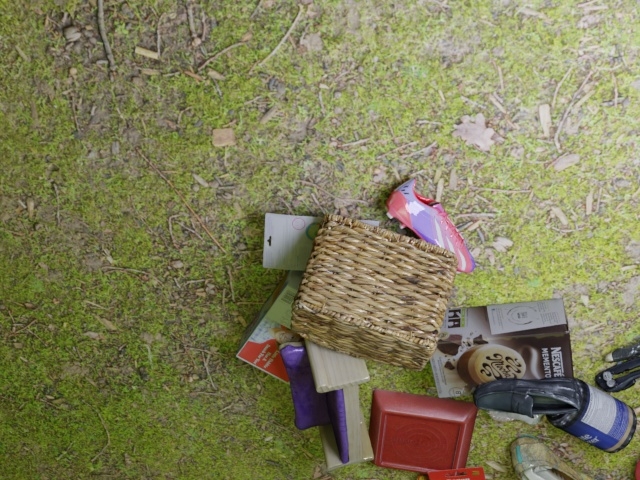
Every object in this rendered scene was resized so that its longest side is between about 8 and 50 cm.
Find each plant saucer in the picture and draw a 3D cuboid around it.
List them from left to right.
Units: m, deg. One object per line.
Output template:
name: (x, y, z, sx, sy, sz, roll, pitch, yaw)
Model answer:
plant saucer: (0.248, 0.497, 1.940, 0.259, 0.047, 0.259, 7, 125, 6)

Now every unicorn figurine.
unicorn figurine: (0.471, 0.398, 1.824, 0.162, 0.060, 0.111, 27, 119, -4)

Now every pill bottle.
pill bottle: (0.589, 0.383, 1.747, 0.219, 0.122, 0.122, 27, 124, -12)

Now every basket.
basket: (0.108, 0.115, 1.594, 0.299, 0.223, 0.213, 16, 154, 4)

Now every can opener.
can opener: (0.695, 0.285, 1.710, 0.073, 0.059, 0.186, 1, 148, -45)

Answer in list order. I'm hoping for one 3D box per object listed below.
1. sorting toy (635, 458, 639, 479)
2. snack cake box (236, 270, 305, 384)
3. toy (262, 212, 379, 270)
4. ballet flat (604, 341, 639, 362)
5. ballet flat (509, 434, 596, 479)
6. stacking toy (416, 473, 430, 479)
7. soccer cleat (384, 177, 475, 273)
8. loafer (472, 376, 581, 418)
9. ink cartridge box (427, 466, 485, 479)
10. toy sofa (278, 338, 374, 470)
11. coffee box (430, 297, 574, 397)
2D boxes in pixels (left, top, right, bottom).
sorting toy: (0.921, 0.607, 1.871, 0.366, 0.127, 0.126, 9, 153, 2)
snack cake box: (-0.065, 0.196, 1.778, 0.152, 0.089, 0.264, 29, 124, -11)
toy: (0.000, 0.000, 1.657, 0.238, 0.056, 0.136, 6, 120, 1)
ballet flat: (0.697, 0.221, 1.682, 0.173, 0.057, 0.049, -33, 72, 26)
ballet flat: (0.601, 0.616, 1.909, 0.349, 0.123, 0.123, 39, 121, -15)
stacking toy: (0.357, 0.698, 2.047, 0.221, 0.052, 0.166, 7, 124, 6)
soccer cleat: (0.241, -0.025, 1.585, 0.248, 0.083, 0.095, 39, 108, -15)
loafer: (0.435, 0.336, 1.637, 0.223, 0.078, 0.076, -6, 125, 15)
ink cartridge box: (0.358, 0.657, 1.971, 0.146, 0.045, 0.179, -9, 122, 12)
toy sofa: (0.019, 0.374, 1.772, 0.177, 0.150, 0.362, -11, 135, -5)
coffee box: (0.394, 0.238, 1.698, 0.297, 0.118, 0.168, -8, 122, 16)
